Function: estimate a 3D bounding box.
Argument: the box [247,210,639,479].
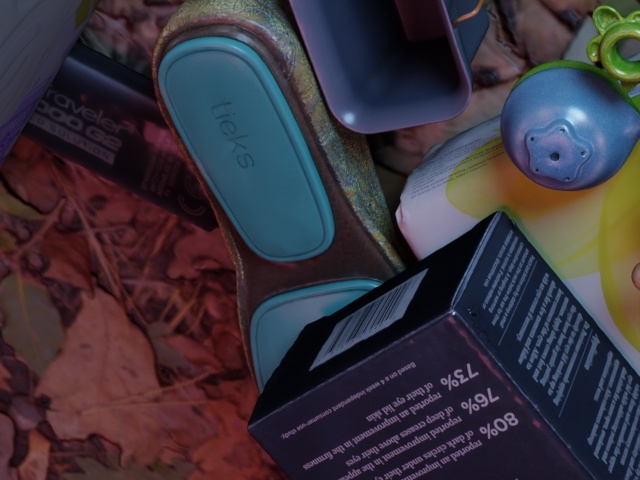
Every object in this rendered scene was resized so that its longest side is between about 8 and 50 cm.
[{"bbox_3d":[0.091,0.116,0.952,0.153,0.108,0.207,-32,105,33],"label":"box"}]

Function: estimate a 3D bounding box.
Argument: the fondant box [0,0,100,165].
[{"bbox_3d":[-0.212,-0.103,0.964,0.096,0.238,0.330,37,115,-1],"label":"fondant box"}]

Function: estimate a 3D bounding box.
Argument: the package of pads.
[{"bbox_3d":[0.206,0.041,0.991,0.229,0.101,0.296,-24,107,32],"label":"package of pads"}]

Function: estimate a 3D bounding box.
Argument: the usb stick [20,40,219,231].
[{"bbox_3d":[-0.166,-0.094,1.111,0.278,0.045,0.077,28,119,7],"label":"usb stick"}]

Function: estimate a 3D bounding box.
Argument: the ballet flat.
[{"bbox_3d":[0.000,0.000,1.052,0.123,0.123,0.348,-5,121,27],"label":"ballet flat"}]

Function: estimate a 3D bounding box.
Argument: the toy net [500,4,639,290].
[{"bbox_3d":[0.199,-0.016,0.872,0.232,0.045,0.122,39,123,-4],"label":"toy net"}]

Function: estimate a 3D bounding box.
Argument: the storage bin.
[{"bbox_3d":[0.046,-0.142,0.954,0.098,0.091,0.135,-8,117,28],"label":"storage bin"}]
